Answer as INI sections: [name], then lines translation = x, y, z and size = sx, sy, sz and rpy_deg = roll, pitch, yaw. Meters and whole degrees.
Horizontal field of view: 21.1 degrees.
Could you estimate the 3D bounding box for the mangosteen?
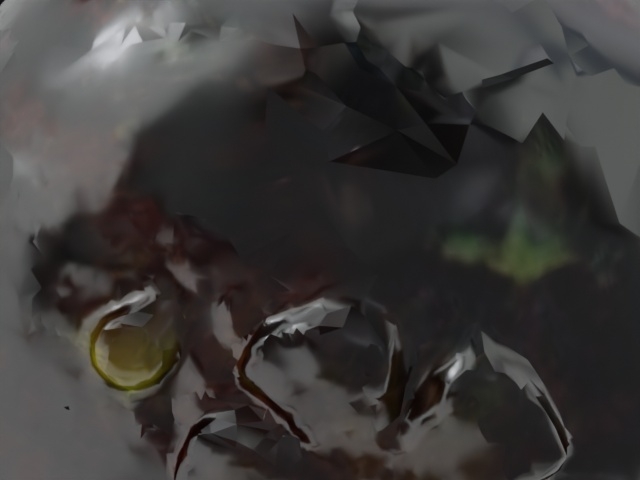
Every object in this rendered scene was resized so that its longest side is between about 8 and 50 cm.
[mangosteen]
translation = 0.000, 0.000, 0.458
size = 0.231, 0.289, 0.231
rpy_deg = -4, -59, -7
